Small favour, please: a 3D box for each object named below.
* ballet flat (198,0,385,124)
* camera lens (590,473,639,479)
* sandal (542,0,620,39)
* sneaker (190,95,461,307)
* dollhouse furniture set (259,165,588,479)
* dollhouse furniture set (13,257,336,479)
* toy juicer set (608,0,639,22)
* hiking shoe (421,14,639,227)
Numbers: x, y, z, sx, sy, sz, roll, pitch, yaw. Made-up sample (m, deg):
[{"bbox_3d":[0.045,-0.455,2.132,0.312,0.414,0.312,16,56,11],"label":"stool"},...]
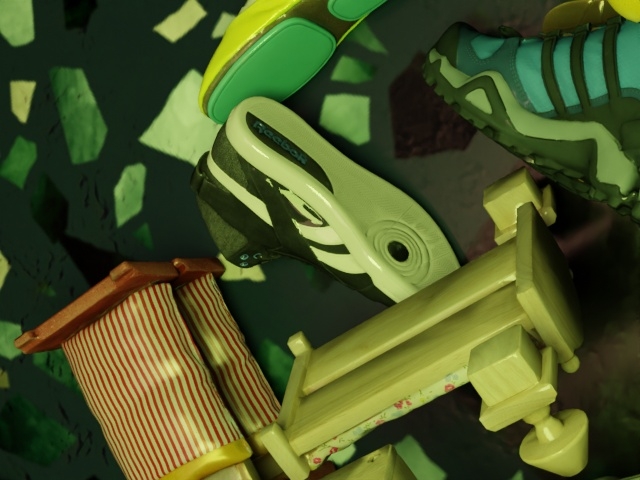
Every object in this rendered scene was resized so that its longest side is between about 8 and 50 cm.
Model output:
[{"bbox_3d":[-0.006,-0.179,1.179,0.231,0.077,0.077,-39,54,19],"label":"ballet flat"},{"bbox_3d":[0.129,0.287,1.038,0.274,0.219,0.219,-26,81,25],"label":"camera lens"},{"bbox_3d":[0.234,-0.137,1.072,0.180,0.049,0.072,7,107,40],"label":"sandal"},{"bbox_3d":[0.000,0.000,1.183,0.217,0.079,0.121,43,135,2],"label":"sneaker"},{"bbox_3d":[0.049,0.151,1.015,0.303,0.355,0.174,-30,106,19],"label":"dollhouse furniture set"},{"bbox_3d":[-0.195,0.194,1.230,0.374,0.152,0.201,-37,76,22],"label":"dollhouse furniture set"},{"bbox_3d":[0.196,-0.186,1.012,0.329,0.209,0.089,0,127,27],"label":"toy juicer set"},{"bbox_3d":[0.188,-0.094,1.031,0.132,0.113,0.304,-58,42,4],"label":"hiking shoe"}]
